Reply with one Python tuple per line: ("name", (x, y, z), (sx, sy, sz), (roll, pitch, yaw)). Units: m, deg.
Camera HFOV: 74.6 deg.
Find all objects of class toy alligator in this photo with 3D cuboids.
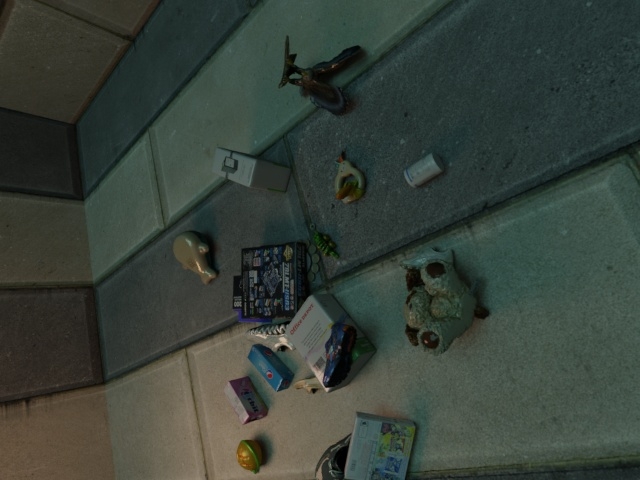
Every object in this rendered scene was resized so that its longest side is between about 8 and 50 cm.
("toy alligator", (0.000, 0.000, 1.575), (0.190, 0.051, 0.056), (51, 118, 30))

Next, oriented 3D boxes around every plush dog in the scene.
("plush dog", (0.332, 0.195, 1.222), (0.225, 0.210, 0.263), (-11, 72, 58))

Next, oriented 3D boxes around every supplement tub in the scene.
("supplement tub", (0.321, -0.218, 1.305), (0.107, 0.071, 0.071), (-31, 68, 34))

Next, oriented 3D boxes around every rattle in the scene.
("rattle", (0.063, -0.232, 1.486), (0.130, 0.142, 0.200), (-32, 72, 54))

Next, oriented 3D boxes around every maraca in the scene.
("maraca", (-0.295, 0.898, 1.741), (0.127, 0.099, 0.186), (40, 137, 31))

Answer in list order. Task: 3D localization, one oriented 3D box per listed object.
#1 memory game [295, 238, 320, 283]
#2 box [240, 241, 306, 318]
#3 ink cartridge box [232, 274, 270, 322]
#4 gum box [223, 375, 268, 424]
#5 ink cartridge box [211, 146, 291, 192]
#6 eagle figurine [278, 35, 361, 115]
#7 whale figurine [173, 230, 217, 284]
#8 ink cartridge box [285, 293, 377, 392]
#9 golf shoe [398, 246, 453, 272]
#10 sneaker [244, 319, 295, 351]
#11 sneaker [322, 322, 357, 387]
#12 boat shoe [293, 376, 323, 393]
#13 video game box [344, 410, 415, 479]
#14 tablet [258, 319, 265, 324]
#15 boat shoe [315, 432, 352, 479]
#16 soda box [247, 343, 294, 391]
("memory game", (-0.072, 0.085, 1.657), (0.186, 0.012, 0.187), (-4, 84, 40))
("box", (-0.190, 0.164, 1.671), (0.293, 0.073, 0.296), (-8, 79, 33))
("ink cartridge box", (-0.299, 0.249, 1.811), (0.206, 0.045, 0.209), (-9, 80, 38))
("gum box", (-0.312, 0.670, 1.759), (0.188, 0.107, 0.062), (48, 116, 32))
("ink cartridge box", (-0.289, -0.293, 1.745), (0.272, 0.198, 0.115), (24, 104, 39))
("eagle figurine", (-0.005, -0.607, 1.565), (0.297, 0.225, 0.227), (12, 140, 11))
("whale figurine", (-0.588, 0.075, 2.041), (0.216, 0.141, 0.272), (-39, 88, 32))
("ink cartridge box", (0.029, 0.353, 1.483), (0.278, 0.117, 0.201), (49, 117, 30))
("golf shoe", (0.328, 0.061, 1.298), (0.176, 0.069, 0.086), (1, 68, 37))
("sneaker", (-0.195, 0.393, 1.687), (0.291, 0.110, 0.119), (-15, 86, 39))
("sneaker", (0.052, 0.367, 1.349), (0.087, 0.083, 0.222), (21, 95, 50))
("boat shoe", (-0.031, 0.540, 1.558), (0.170, 0.063, 0.059), (-27, 64, 35))
("video game box", (0.184, 0.652, 1.311), (0.186, 0.048, 0.206), (11, 95, 1))
("tablet", (-0.259, 0.313, 1.805), (0.054, 0.006, 0.083), (-47, 60, 27))
("boat shoe", (0.065, 0.748, 1.438), (0.319, 0.099, 0.116), (-49, 58, 26))
("soda box", (-0.205, 0.510, 1.705), (0.210, 0.067, 0.071), (37, 111, 36))
